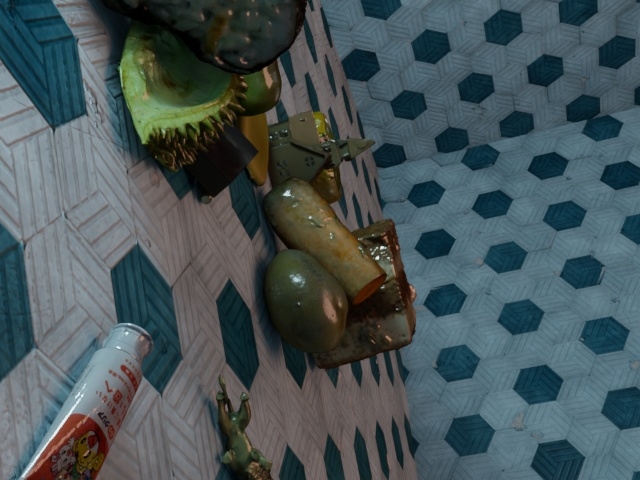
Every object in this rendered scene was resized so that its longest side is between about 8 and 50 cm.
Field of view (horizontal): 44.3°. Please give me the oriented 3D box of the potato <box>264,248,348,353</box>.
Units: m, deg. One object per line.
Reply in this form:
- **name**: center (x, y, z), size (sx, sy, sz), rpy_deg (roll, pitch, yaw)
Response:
- **potato**: center (-0.033, 0.115, 1.538), size (0.235, 0.160, 0.178), rpy_deg (-117, -153, -48)

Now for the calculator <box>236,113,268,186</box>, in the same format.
- **calculator**: center (-0.143, -0.226, 1.666), size (0.157, 0.033, 0.237), rpy_deg (63, 20, -55)

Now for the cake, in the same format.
- **cake**: center (0.084, 0.123, 1.839), size (0.282, 0.255, 0.290), rpy_deg (-32, 104, -78)

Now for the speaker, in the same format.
- **speaker**: center (-0.168, -0.144, 1.345), size (0.082, 0.044, 0.218), rpy_deg (48, 18, -9)

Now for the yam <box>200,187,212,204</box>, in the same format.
- **yam**: center (-0.186, -0.097, 1.326), size (0.116, 0.021, 0.021), rpy_deg (-89, 162, -56)

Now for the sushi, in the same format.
- **sushi**: center (-0.173, -0.384, 1.074), size (0.350, 0.211, 0.171), rpy_deg (29, 31, -26)

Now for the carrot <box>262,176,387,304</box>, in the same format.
- **carrot**: center (0.000, 0.000, 1.652), size (0.302, 0.138, 0.138), rpy_deg (51, 5, 14)

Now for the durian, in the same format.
- **durian**: center (-0.229, -0.247, 1.171), size (0.198, 0.163, 0.394), rpy_deg (16, 47, -33)

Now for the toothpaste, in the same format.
- **toothpaste**: center (-0.225, 0.175, 0.761), size (0.234, 0.057, 0.089), rpy_deg (-74, 151, -53)

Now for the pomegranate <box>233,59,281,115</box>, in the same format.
- **pomegranate**: center (-0.155, -0.299, 1.486), size (0.191, 0.131, 0.152), rpy_deg (-47, 133, -50)

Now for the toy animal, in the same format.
- **toy animal**: center (-0.116, 0.288, 1.137), size (0.086, 0.069, 0.220), rpy_deg (-129, -155, -64)

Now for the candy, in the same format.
- **candy**: center (-0.010, -0.221, 2.142), size (0.260, 0.118, 0.260), rpy_deg (-9, 90, -83)

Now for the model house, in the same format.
- **model house**: center (0.004, -0.221, 1.841), size (0.181, 0.248, 0.176), rpy_deg (-55, 131, -77)
